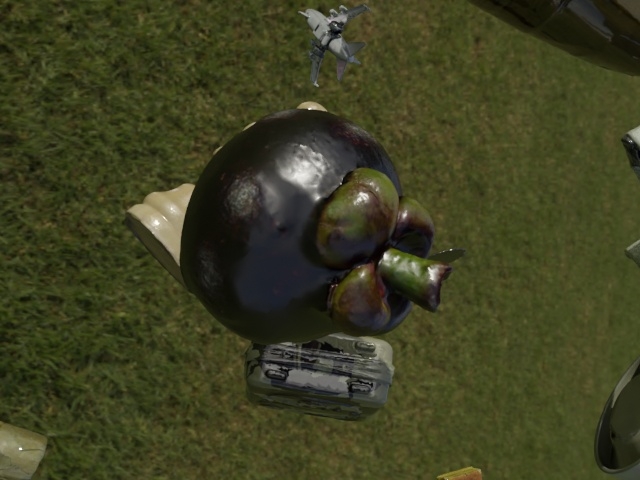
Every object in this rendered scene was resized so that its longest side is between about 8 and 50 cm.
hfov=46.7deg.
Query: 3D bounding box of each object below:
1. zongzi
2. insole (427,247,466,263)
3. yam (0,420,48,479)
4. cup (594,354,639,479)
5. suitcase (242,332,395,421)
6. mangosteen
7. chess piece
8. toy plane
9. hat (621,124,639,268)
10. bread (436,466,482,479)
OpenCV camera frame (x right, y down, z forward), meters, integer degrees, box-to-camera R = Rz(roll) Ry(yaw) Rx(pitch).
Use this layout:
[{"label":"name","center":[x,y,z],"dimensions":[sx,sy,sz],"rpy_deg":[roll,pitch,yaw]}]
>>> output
[{"label":"zongzi","center":[0.335,-0.418,1.051],"dimensions":[0.500,0.218,0.467],"rpy_deg":[27,33,-13]},{"label":"insole","center":[0.072,0.074,1.089],"dimensions":[0.111,0.328,0.007],"rpy_deg":[3,65,-47]},{"label":"yam","center":[-0.557,0.246,0.984],"dimensions":[0.372,0.083,0.083],"rpy_deg":[22,71,-18]},{"label":"cup","center":[0.448,0.242,0.868],"dimensions":[0.185,0.226,0.241],"rpy_deg":[-58,176,-20]},{"label":"suitcase","center":[-0.014,0.319,1.792],"dimensions":[0.339,0.352,0.193],"rpy_deg":[104,-4,-65]},{"label":"mangosteen","center":[-0.001,-0.003,0.803],"dimensions":[0.233,0.288,0.287],"rpy_deg":[-74,151,-56]},{"label":"chess piece","center":[-0.100,-0.082,0.988],"dimensions":[0.307,0.124,0.139],"rpy_deg":[-45,101,-19]},{"label":"toy plane","center":[0.014,-0.356,1.291],"dimensions":[0.066,0.171,0.162],"rpy_deg":[3,132,-51]},{"label":"hat","center":[0.375,0.026,0.649],"dimensions":[0.258,0.168,0.301],"rpy_deg":[46,33,-58]},{"label":"bread","center":[0.250,0.459,1.318],"dimensions":[0.090,0.035,0.094],"rpy_deg":[-2,86,-34]}]
